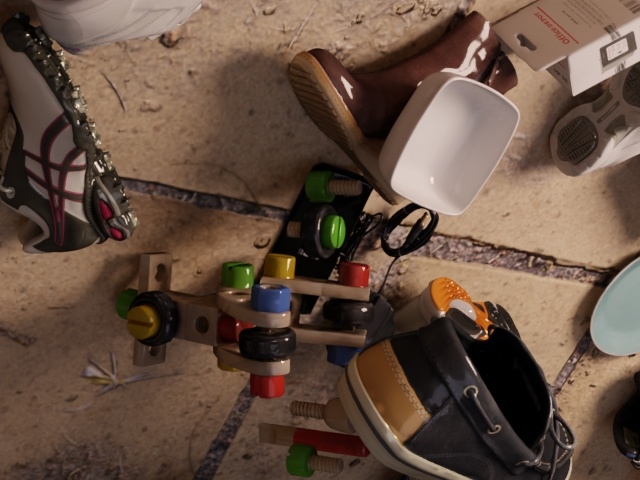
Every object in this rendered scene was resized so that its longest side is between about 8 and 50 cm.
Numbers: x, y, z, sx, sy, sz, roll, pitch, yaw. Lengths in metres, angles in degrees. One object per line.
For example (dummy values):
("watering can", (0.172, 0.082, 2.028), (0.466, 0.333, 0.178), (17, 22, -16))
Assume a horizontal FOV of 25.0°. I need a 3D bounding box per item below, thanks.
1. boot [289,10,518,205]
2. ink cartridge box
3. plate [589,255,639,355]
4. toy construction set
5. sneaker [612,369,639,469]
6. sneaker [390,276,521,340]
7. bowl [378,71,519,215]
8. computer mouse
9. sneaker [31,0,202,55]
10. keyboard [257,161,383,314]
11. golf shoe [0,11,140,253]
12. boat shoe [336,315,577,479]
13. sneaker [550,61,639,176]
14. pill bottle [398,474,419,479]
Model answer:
("boot", (0.092, -0.175, 1.540), (0.207, 0.090, 0.248), (-47, 134, -6))
("ink cartridge box", (0.290, -0.228, 1.580), (0.180, 0.104, 0.060), (-28, 136, -8))
("plate", (0.444, 0.079, 1.977), (0.188, 0.024, 0.188), (-17, 131, -20))
("toy construction set", (-0.083, 0.112, 1.586), (0.257, 0.237, 0.309), (-52, 138, -50))
("sneaker", (0.498, 0.291, 2.132), (0.147, 0.130, 0.330), (-11, 128, -5))
("sneaker", (0.168, 0.131, 1.822), (0.121, 0.099, 0.262), (-30, 141, 23))
("bowl", (0.127, -0.107, 1.509), (0.142, 0.053, 0.142), (20, 105, -46))
("computer mouse", (0.070, 0.056, 1.700), (0.041, 0.071, 0.242), (-26, 145, -60))
("sneaker", (-0.128, -0.271, 1.317), (0.305, 0.114, 0.152), (-28, 158, -12))
("keyboard", (0.000, 0.000, 1.652), (0.100, 0.038, 0.192), (20, 116, -15))
("golf shoe", (-0.264, -0.086, 1.368), (0.120, 0.105, 0.273), (-21, 133, -5))
("boat shoe", (0.200, 0.195, 1.653), (0.156, 0.187, 0.500), (-38, 150, 16))
("sneaker", (0.379, -0.157, 1.688), (0.115, 0.090, 0.232), (-4, 156, -46))
("pill bottle", (0.184, 0.346, 1.946), (0.153, 0.153, 0.265), (19, 114, -40))
